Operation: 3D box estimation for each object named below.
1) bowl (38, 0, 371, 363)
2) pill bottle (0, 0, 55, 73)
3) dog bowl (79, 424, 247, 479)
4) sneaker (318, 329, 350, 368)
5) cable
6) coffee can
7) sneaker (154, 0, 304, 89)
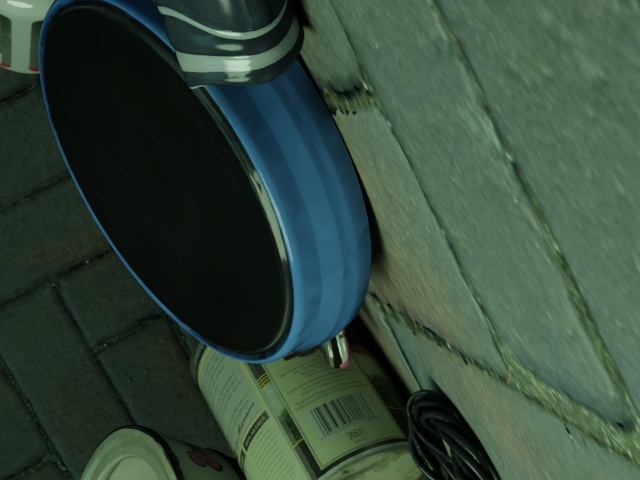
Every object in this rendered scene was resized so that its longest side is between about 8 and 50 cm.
[{"bbox_3d":[-0.116,-0.064,1.160,0.391,0.077,0.391,38,146,31],"label":"bowl"},{"bbox_3d":[-0.306,-0.292,1.396,0.161,0.161,0.283,62,163,2],"label":"pill bottle"},{"bbox_3d":[-0.171,0.423,1.537,0.408,0.150,0.407,-23,63,56],"label":"dog bowl"},{"bbox_3d":[-0.030,0.068,1.379,0.170,0.075,0.063,59,174,8],"label":"sneaker"},{"bbox_3d":[0.128,0.219,1.183,0.184,0.047,0.150,62,174,5],"label":"cable"},{"bbox_3d":[-0.005,0.204,1.471,0.275,0.202,0.201,57,172,41],"label":"coffee can"},{"bbox_3d":[-0.102,-0.214,0.949,0.282,0.099,0.153,51,166,45],"label":"sneaker"}]
